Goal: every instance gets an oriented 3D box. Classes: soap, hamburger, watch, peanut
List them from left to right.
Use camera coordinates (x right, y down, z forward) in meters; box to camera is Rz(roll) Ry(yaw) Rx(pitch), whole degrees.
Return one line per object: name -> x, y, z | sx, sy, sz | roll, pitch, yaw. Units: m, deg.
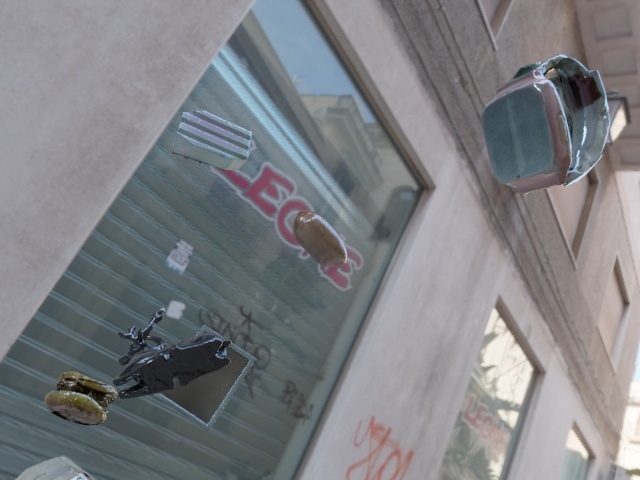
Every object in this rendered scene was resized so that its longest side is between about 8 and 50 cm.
hamburger -> -0.676, 0.458, 1.490 | 0.177, 0.113, 0.185 | 1, -47, 1
soap -> -0.336, -0.303, 1.608 | 0.230, 0.145, 0.091 | 20, -33, -26
peanut -> 0.000, 0.000, 1.108 | 0.152, 0.076, 0.076 | 49, -28, -19
watch -> 0.455, -0.229, 1.028 | 0.241, 0.253, 0.162 | -11, 0, -30

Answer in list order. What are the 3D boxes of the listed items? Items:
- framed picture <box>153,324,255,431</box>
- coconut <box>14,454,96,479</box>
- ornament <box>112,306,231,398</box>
framed picture -> -0.247, 0.293, 1.135 | 0.142, 0.183, 0.011 | 33, -30, 1
coconut -> -0.509, 0.542, 0.975 | 0.227, 0.230, 0.227 | 28, -32, 19
ornament -> -0.280, 0.190, 0.981 | 0.236, 0.202, 0.080 | -154, -132, -68
